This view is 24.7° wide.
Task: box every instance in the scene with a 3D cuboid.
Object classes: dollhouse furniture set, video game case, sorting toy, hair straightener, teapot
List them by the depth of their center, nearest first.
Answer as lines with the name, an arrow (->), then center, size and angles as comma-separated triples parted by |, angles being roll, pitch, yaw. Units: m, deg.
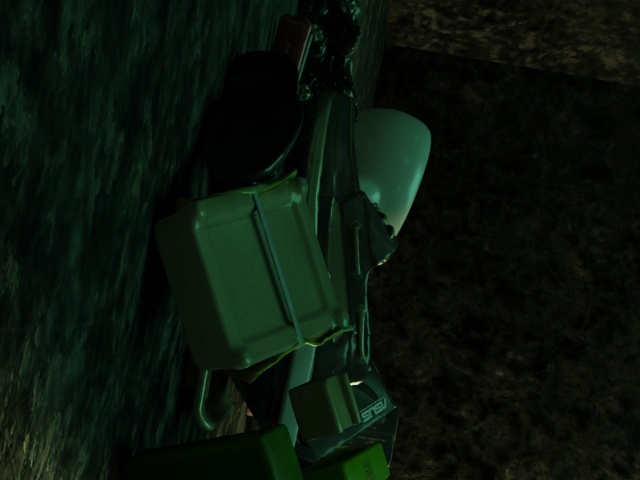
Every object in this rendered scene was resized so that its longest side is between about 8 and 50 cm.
dollhouse furniture set -> -0.080, 0.107, 1.316 | 0.197, 0.151, 0.301 | -17, 90, -59
sorting toy -> -0.114, 0.094, 1.611 | 0.193, 0.038, 0.208 | -10, 105, -86
video game case -> -0.057, 0.091, 1.647 | 0.285, 0.025, 0.204 | -134, -126, -68
hair straightener -> -0.049, -0.156, 1.773 | 0.089, 0.047, 0.230 | 1, 100, -86
teapot -> 0.049, -0.110, 2.299 | 0.256, 0.187, 0.252 | 123, -13, -64

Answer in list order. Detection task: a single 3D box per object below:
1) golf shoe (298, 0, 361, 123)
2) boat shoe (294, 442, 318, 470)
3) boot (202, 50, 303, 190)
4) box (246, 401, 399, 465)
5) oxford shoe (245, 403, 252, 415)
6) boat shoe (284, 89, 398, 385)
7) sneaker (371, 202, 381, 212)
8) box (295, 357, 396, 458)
golf shoe -> 0.004, -0.211, 2.021 | 0.120, 0.105, 0.273 | 128, -27, -83
boat shoe -> -0.078, 0.304, 1.650 | 0.500, 0.187, 0.156 | 127, -32, -88
boot -> -0.061, -0.047, 1.482 | 0.263, 0.091, 0.229 | -77, 171, -58
box -> 0.007, 0.296, 2.360 | 0.183, 0.232, 0.059 | -59, 156, -80
oxford shoe -> -0.011, 0.123, 2.279 | 0.140, 0.146, 0.397 | 95, 6, -50
boat shoe -> 0.015, 0.005, 1.716 | 0.132, 0.130, 0.355 | 175, -78, -72
sneaker -> 0.000, 0.000, 2.056 | 0.295, 0.123, 0.109 | 148, -41, -69
box -> 0.001, 0.202, 2.101 | 0.190, 0.184, 0.045 | -26, 177, -45
